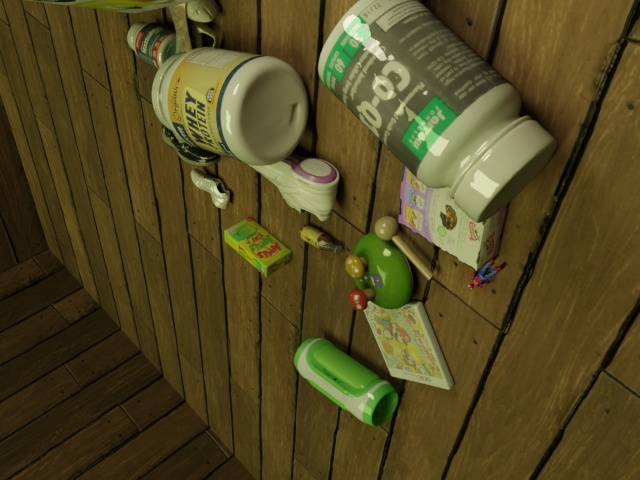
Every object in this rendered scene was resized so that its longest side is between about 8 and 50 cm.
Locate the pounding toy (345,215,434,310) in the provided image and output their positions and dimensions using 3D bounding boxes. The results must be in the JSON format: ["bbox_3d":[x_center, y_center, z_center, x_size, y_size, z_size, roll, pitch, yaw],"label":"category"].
[{"bbox_3d":[0.115,0.071,1.536,0.183,0.110,0.237,59,148,13],"label":"pounding toy"}]

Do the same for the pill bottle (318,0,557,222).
[{"bbox_3d":[0.182,-0.213,1.111,0.361,0.204,0.204,47,148,16],"label":"pill bottle"}]

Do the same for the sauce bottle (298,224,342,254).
[{"bbox_3d":[0.000,0.000,1.723,0.128,0.042,0.042,29,139,41],"label":"sauce bottle"}]

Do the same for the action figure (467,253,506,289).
[{"bbox_3d":[0.313,0.067,1.351,0.038,0.030,0.115,46,150,10],"label":"action figure"}]

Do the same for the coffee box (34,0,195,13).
[{"bbox_3d":[-0.460,-0.657,1.400,0.337,0.334,0.339,13,105,49],"label":"coffee box"}]

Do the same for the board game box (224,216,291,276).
[{"bbox_3d":[-0.173,0.015,1.935,0.181,0.092,0.043,38,143,29],"label":"board game box"}]

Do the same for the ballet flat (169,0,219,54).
[{"bbox_3d":[-0.286,-0.511,1.635,0.106,0.108,0.316,23,144,15],"label":"ballet flat"}]

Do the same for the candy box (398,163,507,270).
[{"bbox_3d":[0.241,-0.066,1.291,0.196,0.070,0.165,36,143,33],"label":"candy box"}]

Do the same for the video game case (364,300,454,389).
[{"bbox_3d":[0.202,0.239,1.667,0.206,0.026,0.227,0,117,55],"label":"video game case"}]

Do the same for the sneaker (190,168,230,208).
[{"bbox_3d":[-0.311,-0.162,2.021,0.152,0.053,0.061,43,138,13],"label":"sneaker"}]

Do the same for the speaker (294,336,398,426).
[{"bbox_3d":[0.065,0.374,1.886,0.296,0.131,0.131,29,139,39],"label":"speaker"}]

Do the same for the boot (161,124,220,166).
[{"bbox_3d":[-0.366,-0.319,1.917,0.236,0.085,0.179,36,141,33],"label":"boot"}]

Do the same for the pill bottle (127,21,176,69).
[{"bbox_3d":[-0.414,-0.498,1.798,0.180,0.108,0.108,32,141,36],"label":"pill bottle"}]

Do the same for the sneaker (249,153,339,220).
[{"bbox_3d":[-0.084,-0.145,1.639,0.305,0.114,0.152,34,141,35],"label":"sneaker"}]

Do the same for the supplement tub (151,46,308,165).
[{"bbox_3d":[-0.205,-0.303,1.549,0.316,0.228,0.229,21,134,41],"label":"supplement tub"}]
